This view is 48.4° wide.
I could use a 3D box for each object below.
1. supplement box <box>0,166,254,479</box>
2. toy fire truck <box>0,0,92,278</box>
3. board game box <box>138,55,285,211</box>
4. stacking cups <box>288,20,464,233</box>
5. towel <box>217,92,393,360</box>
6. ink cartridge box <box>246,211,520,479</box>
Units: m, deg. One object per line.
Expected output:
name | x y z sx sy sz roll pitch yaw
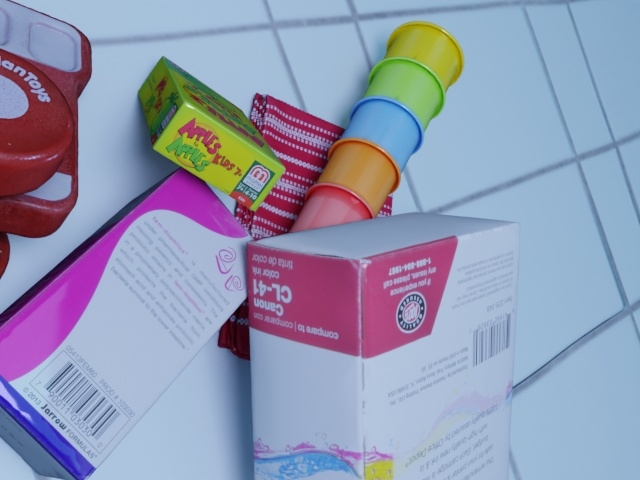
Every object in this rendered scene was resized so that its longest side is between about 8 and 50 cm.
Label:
supplement box | -0.156 0.057 0.543 0.111 0.114 0.220 52 54 -15
toy fire truck | -0.302 -0.106 0.464 0.302 0.169 0.254 15 43 -33
board game box | -0.097 -0.095 0.596 0.092 0.181 0.043 33 101 -28
stacking cups | 0.058 -0.102 0.731 0.096 0.096 0.316 45 52 -20
towel | 0.000 0.000 0.734 0.198 0.031 0.275 19 67 -34
ink cartridge box | 0.059 0.139 0.607 0.226 0.131 0.306 -10 105 -47
